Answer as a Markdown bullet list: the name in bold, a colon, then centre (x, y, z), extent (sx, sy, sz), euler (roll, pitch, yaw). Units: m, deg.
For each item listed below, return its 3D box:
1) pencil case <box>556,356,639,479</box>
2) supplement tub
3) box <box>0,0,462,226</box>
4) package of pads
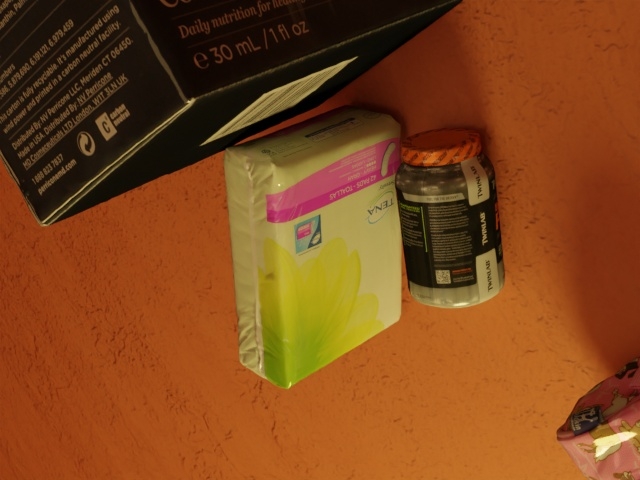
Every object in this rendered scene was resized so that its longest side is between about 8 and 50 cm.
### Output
- **pencil case**: centre (0.425, 0.311, 1.260), extent (0.160, 0.167, 0.386), euler (-38, 84, 14)
- **supplement tub**: centre (0.149, -0.027, 1.352), extent (0.117, 0.117, 0.190), euler (9, 117, 38)
- **box**: centre (-0.169, -0.342, 1.213), extent (0.297, 0.480, 0.472), euler (-32, 90, 43)
- **package of pads**: centre (0.000, 0.000, 1.417), extent (0.101, 0.229, 0.296), euler (19, 121, 38)
